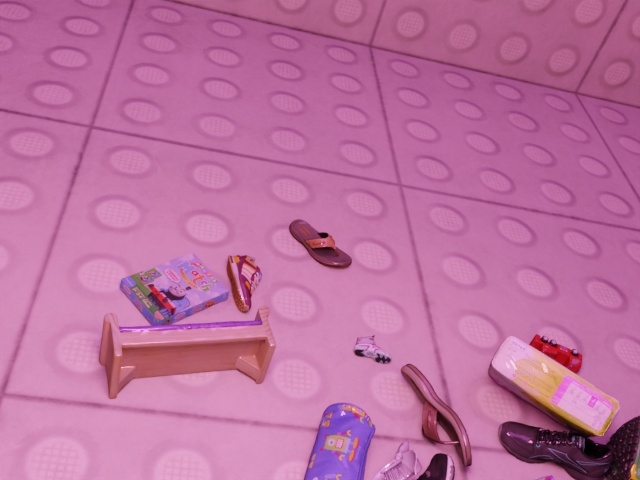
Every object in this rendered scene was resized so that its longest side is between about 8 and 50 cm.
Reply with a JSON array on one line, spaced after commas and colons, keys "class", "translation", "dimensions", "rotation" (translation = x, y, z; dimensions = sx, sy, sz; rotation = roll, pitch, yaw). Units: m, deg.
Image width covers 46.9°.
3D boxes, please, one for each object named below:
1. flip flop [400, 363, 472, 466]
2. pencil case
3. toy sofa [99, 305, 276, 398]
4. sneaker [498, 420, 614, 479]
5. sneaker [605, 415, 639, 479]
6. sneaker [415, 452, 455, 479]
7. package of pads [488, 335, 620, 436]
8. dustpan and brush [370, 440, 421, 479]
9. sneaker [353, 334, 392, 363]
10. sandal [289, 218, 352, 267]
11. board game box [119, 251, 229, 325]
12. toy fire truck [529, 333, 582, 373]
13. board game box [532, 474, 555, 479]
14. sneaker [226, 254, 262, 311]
[{"class": "flip flop", "translation": [0.255, 0.404, 1.689], "dimensions": [0.080, 0.112, 0.277], "rotation": [-29, 58, -12]}, {"class": "pencil case", "translation": [0.034, 0.474, 1.488], "dimensions": [0.133, 0.119, 0.306], "rotation": [-4, 35, 18]}, {"class": "toy sofa", "translation": [-0.295, 0.220, 1.629], "dimensions": [0.363, 0.150, 0.177], "rotation": [-1, 44, -23]}, {"class": "sneaker", "translation": [0.550, 0.472, 1.720], "dimensions": [0.267, 0.106, 0.101], "rotation": [19, 41, 2]}, {"class": "sneaker", "translation": [0.746, 0.560, 1.699], "dimensions": [0.146, 0.134, 0.343], "rotation": [26, 45, -7]}, {"class": "sneaker", "translation": [0.190, 0.534, 1.502], "dimensions": [0.124, 0.107, 0.283], "rotation": [20, 39, 9]}, {"class": "package of pads", "translation": [0.545, 0.354, 1.760], "dimensions": [0.297, 0.229, 0.101], "rotation": [32, 82, 17]}, {"class": "dustpan and brush", "translation": [0.164, 0.477, 1.565], "dimensions": [0.060, 0.147, 0.211], "rotation": [56, 21, 14]}, {"class": "sneaker", "translation": [0.135, 0.264, 1.842], "dimensions": [0.098, 0.038, 0.069], "rotation": [19, 40, -1]}, {"class": "sandal", "translation": [0.000, 0.000, 2.078], "dimensions": [0.090, 0.060, 0.219], "rotation": [-21, 54, -39]}, {"class": "board game box", "translation": [-0.356, 0.120, 1.808], "dimensions": [0.212, 0.039, 0.160], "rotation": [-23, 54, -41]}, {"class": "toy fire truck", "translation": [0.600, 0.320, 1.963], "dimensions": [0.192, 0.047, 0.135], "rotation": [24, 40, 5]}, {"class": "board game box", "translation": [0.375, 0.602, 1.435], "dimensions": [0.275, 0.144, 0.142], "rotation": [-25, 77, -41]}, {"class": "sneaker", "translation": [-0.184, 0.103, 1.875], "dimensions": [0.084, 0.069, 0.185], "rotation": [-4, 45, -18]}]
